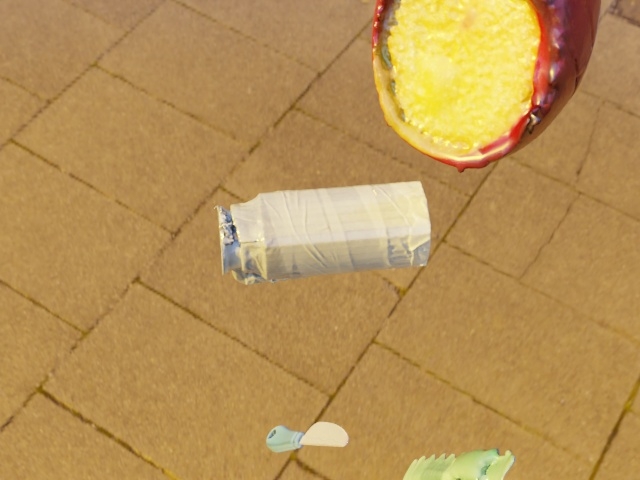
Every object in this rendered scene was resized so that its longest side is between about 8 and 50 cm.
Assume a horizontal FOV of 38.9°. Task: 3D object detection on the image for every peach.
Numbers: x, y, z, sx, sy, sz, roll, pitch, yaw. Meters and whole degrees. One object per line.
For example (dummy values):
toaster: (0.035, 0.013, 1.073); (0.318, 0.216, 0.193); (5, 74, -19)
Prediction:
peach: (0.134, -0.174, 0.752); (0.190, 0.196, 0.226); (25, 79, -17)

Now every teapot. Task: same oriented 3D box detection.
teapot: (0.000, 0.000, 0.878); (0.200, 0.107, 0.077); (-4, 56, -6)

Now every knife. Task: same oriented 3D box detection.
knife: (-0.018, 0.346, 1.610); (0.032, 0.244, 0.058); (49, 54, -16)

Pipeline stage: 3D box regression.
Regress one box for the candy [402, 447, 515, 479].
candy: (0.036, 0.373, 0.908); (0.172, 0.263, 0.398); (47, 69, -13)
